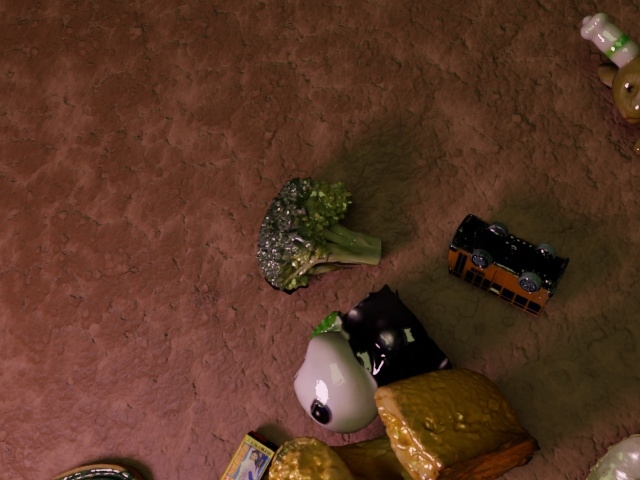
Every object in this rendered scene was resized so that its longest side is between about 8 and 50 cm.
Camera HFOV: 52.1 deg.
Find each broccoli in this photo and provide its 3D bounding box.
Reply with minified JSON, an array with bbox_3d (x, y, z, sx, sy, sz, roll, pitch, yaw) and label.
[{"bbox_3d":[0.000,0.000,1.293,0.243,0.263,0.247,15,117,-7],"label":"broccoli"}]

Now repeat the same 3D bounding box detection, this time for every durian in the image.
[{"bbox_3d":[0.513,0.420,1.077,0.144,0.139,0.252,43,92,23],"label":"durian"}]

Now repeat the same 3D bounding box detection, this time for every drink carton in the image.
[{"bbox_3d":[-0.151,0.464,1.282,0.071,0.056,0.166,30,87,10],"label":"drink carton"}]

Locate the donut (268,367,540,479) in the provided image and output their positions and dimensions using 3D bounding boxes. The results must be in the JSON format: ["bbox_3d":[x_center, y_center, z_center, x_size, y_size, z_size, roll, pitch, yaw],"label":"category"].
[{"bbox_3d":[0.133,0.360,1.081,0.435,0.377,0.163,-38,57,22],"label":"donut"}]

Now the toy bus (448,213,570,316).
[{"bbox_3d":[0.338,0.045,1.211,0.201,0.114,0.098,27,57,18],"label":"toy bus"}]

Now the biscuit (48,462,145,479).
[{"bbox_3d":[-0.488,0.616,1.335,0.343,0.057,0.287,-23,74,9],"label":"biscuit"}]

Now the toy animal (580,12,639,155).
[{"bbox_3d":[0.611,-0.253,1.178,0.363,0.181,0.180,26,77,17],"label":"toy animal"}]

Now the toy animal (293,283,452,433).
[{"bbox_3d":[0.074,0.218,1.196,0.266,0.212,0.213,-31,73,0],"label":"toy animal"}]
